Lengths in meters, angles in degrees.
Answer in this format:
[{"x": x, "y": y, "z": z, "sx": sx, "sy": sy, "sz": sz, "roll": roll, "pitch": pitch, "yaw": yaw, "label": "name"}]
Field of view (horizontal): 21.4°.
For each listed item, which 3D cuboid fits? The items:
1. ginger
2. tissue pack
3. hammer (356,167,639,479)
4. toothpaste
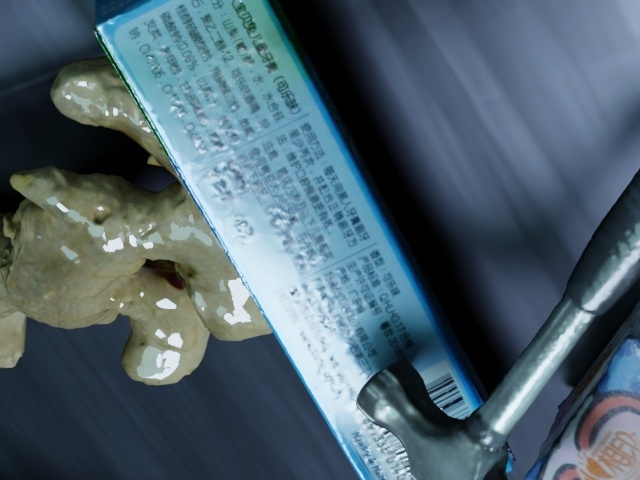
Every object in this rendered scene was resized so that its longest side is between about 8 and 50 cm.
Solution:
[{"x": -0.103, "y": 0.019, "z": 0.787, "sx": 0.149, "sy": 0.065, "sz": 0.258, "roll": 39, "pitch": 138, "yaw": -10, "label": "ginger"}, {"x": 0.174, "y": 0.092, "z": 0.673, "sx": 0.155, "sy": 0.065, "sz": 0.115, "roll": 29, "pitch": 138, "yaw": 4, "label": "tissue pack"}, {"x": 0.107, "y": 0.013, "z": 0.605, "sx": 0.103, "sy": 0.029, "sz": 0.246, "roll": 47, "pitch": 124, "yaw": 22, "label": "hammer"}, {"x": 0.000, "y": 0.000, "z": 0.688, "sx": 0.065, "sy": 0.050, "sz": 0.267, "roll": -25, "pitch": 120, "yaw": 8, "label": "toothpaste"}]
